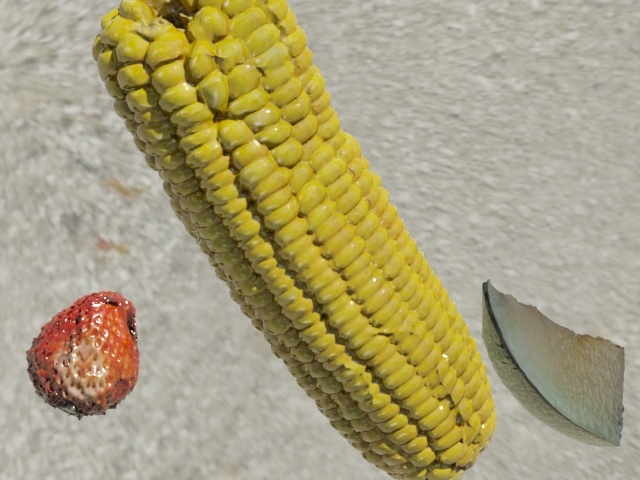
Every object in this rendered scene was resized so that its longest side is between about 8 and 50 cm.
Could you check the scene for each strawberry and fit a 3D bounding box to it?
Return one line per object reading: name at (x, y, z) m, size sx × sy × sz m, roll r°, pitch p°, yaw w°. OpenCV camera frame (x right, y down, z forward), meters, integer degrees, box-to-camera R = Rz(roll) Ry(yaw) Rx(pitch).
strawberry at (-0.165, 0.081, 1.103) m, size 0.083 × 0.083 × 0.096 m, roll 35°, pitch 86°, yaw -14°

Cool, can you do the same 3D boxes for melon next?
melon at (0.189, 0.104, 1.294) m, size 0.182 × 0.054 × 0.098 m, roll 26°, pitch 69°, yaw -35°

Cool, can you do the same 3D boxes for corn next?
corn at (-0.004, 0.002, 0.760) m, size 0.102 × 0.102 × 0.313 m, roll -33°, pitch 107°, yaw -7°
